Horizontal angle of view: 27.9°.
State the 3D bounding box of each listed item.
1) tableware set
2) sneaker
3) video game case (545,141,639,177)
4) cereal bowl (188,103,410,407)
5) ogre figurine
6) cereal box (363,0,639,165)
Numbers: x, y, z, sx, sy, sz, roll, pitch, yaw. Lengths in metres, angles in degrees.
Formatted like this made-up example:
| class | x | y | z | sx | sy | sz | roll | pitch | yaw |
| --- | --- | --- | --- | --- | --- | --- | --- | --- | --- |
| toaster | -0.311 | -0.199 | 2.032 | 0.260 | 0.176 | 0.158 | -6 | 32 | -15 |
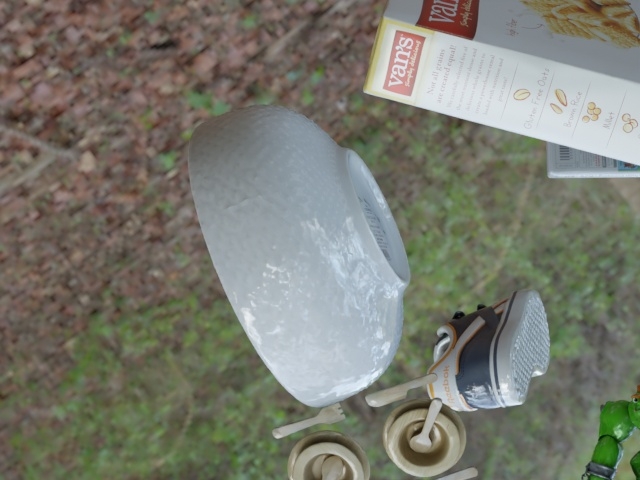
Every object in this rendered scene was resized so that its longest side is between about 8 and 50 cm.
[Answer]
| class | x | y | z | sx | sy | sz | roll | pitch | yaw |
| --- | --- | --- | --- | --- | --- | --- | --- | --- | --- |
| tableware set | 0.056 | 0.225 | 1.332 | 0.194 | 0.128 | 0.039 | -21 | -168 | 12 |
| sneaker | 0.226 | 0.143 | 1.729 | 0.128 | 0.126 | 0.321 | -10 | -175 | 20 |
| video game case | 0.372 | -0.180 | 1.590 | 0.193 | 0.212 | 0.023 | -1 | 164 | 2 |
| cereal bowl | 0.000 | 0.000 | 1.379 | 0.141 | 0.338 | 0.339 | -24 | 173 | 12 |
| ogre figurine | 0.380 | 0.223 | 1.436 | 0.097 | 0.118 | 0.197 | 12 | 150 | -31 |
| cereal box | 0.150 | -0.093 | 0.659 | 0.173 | 0.240 | 0.047 | -72 | 177 | -61 |
